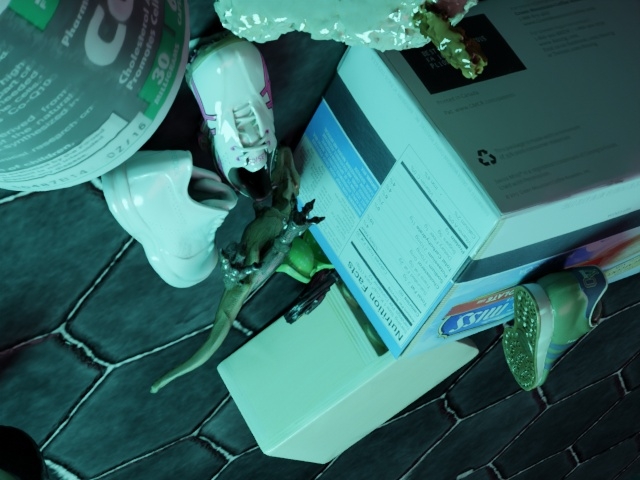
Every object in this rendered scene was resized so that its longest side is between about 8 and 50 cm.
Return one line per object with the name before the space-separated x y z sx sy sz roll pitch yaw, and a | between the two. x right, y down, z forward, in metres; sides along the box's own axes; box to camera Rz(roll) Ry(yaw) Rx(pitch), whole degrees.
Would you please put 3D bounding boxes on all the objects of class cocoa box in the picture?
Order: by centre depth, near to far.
cocoa box | 0.181 -0.076 1.714 0.347 0.231 0.228 -17 152 -36

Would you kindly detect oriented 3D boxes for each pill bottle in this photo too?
pill bottle | -0.224 -0.157 1.024 0.204 0.204 0.361 -39 163 7

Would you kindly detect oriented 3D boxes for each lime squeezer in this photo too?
lime squeezer | 0.000 0.000 1.804 0.310 0.059 0.110 -26 172 -42

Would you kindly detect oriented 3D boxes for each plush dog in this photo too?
plush dog | 0.079 -0.231 1.388 0.262 0.210 0.225 -52 175 32

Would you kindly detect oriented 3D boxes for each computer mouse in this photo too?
computer mouse | 0.054 0.012 1.913 0.242 0.041 0.071 -43 -169 20

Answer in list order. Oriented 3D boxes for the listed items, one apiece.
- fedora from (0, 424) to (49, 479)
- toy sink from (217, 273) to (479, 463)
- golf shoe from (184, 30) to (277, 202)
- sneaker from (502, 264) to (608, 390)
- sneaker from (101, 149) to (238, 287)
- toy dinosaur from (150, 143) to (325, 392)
fedora | -0.398 0.277 1.625 0.334 0.334 0.152 -43 125 15
toy sink | 0.030 0.127 2.021 0.234 0.131 0.153 -37 157 16
golf shoe | -0.064 -0.104 1.524 0.067 0.086 0.186 -29 154 -11
sneaker | 0.225 0.079 1.699 0.086 0.064 0.192 -23 156 -9
sneaker | -0.112 -0.021 1.593 0.094 0.080 0.212 -17 157 10
toy dinosaur | -0.060 0.016 1.604 0.268 0.064 0.118 -60 -174 -28
